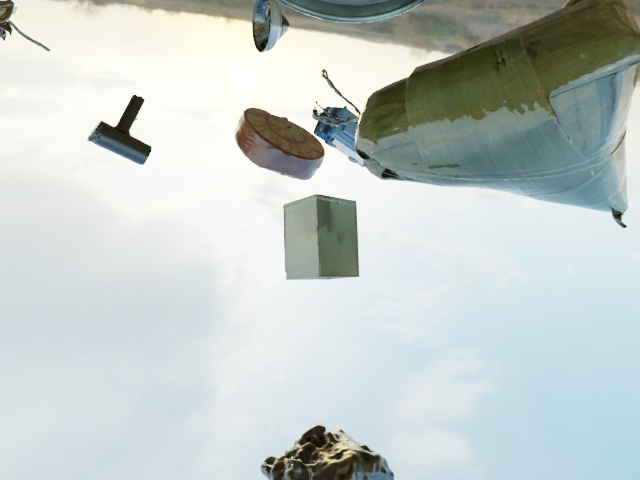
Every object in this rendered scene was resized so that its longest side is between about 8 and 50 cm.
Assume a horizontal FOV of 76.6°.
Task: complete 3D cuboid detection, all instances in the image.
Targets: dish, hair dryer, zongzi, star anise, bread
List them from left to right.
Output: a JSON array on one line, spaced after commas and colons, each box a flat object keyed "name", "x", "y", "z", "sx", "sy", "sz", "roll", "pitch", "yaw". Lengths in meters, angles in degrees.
[{"name": "star anise", "x": -0.875, "y": -0.633, "z": 1.160, "sx": 0.149, "sy": 0.218, "sz": 0.227, "roll": -16, "pitch": -142, "yaw": 1}, {"name": "hair dryer", "x": -0.696, "y": -0.422, "z": 1.473, "sx": 0.197, "sy": 0.250, "sz": 0.089, "roll": 27, "pitch": 157, "yaw": -38}, {"name": "dish", "x": -0.119, "y": -0.559, "z": 1.049, "sx": 0.078, "sy": 0.140, "sz": 0.141, "roll": -9, "pitch": -148, "yaw": -28}, {"name": "bread", "x": -0.143, "y": -0.342, "z": 1.452, "sx": 0.328, "sy": 0.114, "sz": 0.295, "roll": 19, "pitch": -147, "yaw": -24}, {"name": "zongzi", "x": 0.232, "y": -0.124, "z": 0.646, "sx": 0.448, "sy": 0.418, "sz": 0.181, "roll": -8, "pitch": -126, "yaw": 35}]

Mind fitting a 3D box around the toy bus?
[{"name": "toy bus", "x": 0.108, "y": -0.342, "z": 1.344, "sx": 0.234, "sy": 0.115, "sz": 0.134, "roll": 27, "pitch": 180, "yaw": -33}]

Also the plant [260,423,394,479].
[{"name": "plant", "x": 0.008, "y": 0.429, "z": 0.688, "sx": 0.178, "sy": 0.203, "sz": 0.234, "roll": -7, "pitch": 172, "yaw": -39}]

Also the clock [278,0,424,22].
[{"name": "clock", "x": 0.026, "y": -0.402, "z": 0.501, "sx": 0.326, "sy": 0.067, "sz": 0.325, "roll": 9, "pitch": 172, "yaw": 1}]

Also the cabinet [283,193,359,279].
[{"name": "cabinet", "x": 0.000, "y": 0.000, "z": 1.078, "sx": 0.145, "sy": 0.205, "sz": 0.150, "roll": 5, "pitch": 170, "yaw": -41}]
